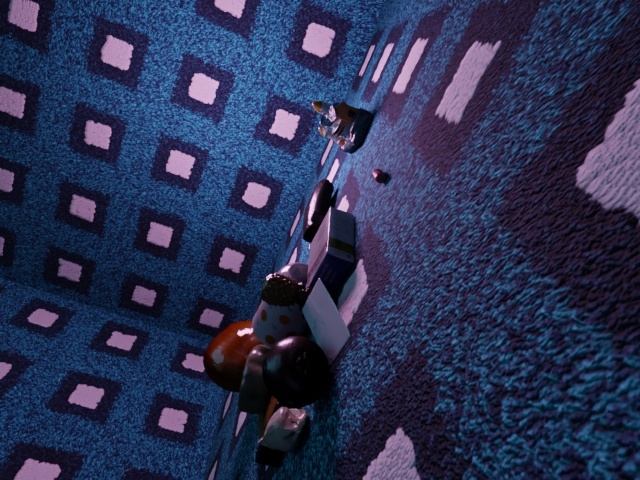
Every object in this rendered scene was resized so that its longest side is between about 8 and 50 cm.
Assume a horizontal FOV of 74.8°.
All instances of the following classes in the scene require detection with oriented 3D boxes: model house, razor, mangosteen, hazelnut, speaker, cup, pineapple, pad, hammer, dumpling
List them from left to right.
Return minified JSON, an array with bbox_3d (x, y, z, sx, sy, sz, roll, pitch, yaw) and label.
[{"bbox_3d":[-0.373,0.564,2.035,0.366,0.366,0.365,-159,90,-79],"label":"hazelnut"},{"bbox_3d":[-0.138,0.622,1.364,0.044,0.082,0.218,-146,76,-79],"label":"speaker"},{"bbox_3d":[-0.106,0.563,1.265,0.199,0.118,0.136,-31,14,27],"label":"dumpling"},{"bbox_3d":[-0.116,0.248,1.628,0.212,0.212,0.317,-84,19,-54],"label":"cup"},{"bbox_3d":[-0.073,0.377,1.203,0.210,0.210,0.209,-159,90,-79],"label":"mangosteen"},{"bbox_3d":[-0.070,0.188,1.415,0.125,0.251,0.125,17,-90,-88],"label":"pineapple"},{"bbox_3d":[-0.017,-0.152,2.113,0.189,0.107,0.326,122,164,-48],"label":"razor"},{"bbox_3d":[0.011,0.244,1.271,0.232,0.004,0.156,59,134,40],"label":"pad"},{"bbox_3d":[0.078,-0.578,2.045,0.184,0.291,0.253,-64,11,0],"label":"model house"},{"bbox_3d":[0.196,-0.218,1.412,0.083,0.043,0.043,-94,27,-68],"label":"hammer"}]

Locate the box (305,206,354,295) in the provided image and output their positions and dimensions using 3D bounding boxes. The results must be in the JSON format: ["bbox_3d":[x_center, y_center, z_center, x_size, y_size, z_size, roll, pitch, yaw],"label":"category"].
[{"bbox_3d":[0.037,0.041,1.541,0.299,0.107,0.200,-86,20,-53],"label":"box"}]

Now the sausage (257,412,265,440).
[{"bbox_3d":[-0.201,0.715,1.566,0.301,0.066,0.065,-177,108,-81],"label":"sausage"}]

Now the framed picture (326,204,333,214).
[{"bbox_3d":[0.000,0.000,2.057,0.323,0.013,0.244,-82,17,-51],"label":"framed picture"}]

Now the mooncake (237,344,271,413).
[{"bbox_3d":[-0.232,0.550,1.666,0.275,0.135,0.274,11,-90,-81],"label":"mooncake"}]

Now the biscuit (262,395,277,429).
[{"bbox_3d":[-0.131,0.526,1.509,0.262,0.052,0.277,120,173,-46],"label":"biscuit"}]

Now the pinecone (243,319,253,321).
[{"bbox_3d":[-0.409,0.573,2.485,0.221,0.222,0.221,-159,90,-79],"label":"pinecone"}]
